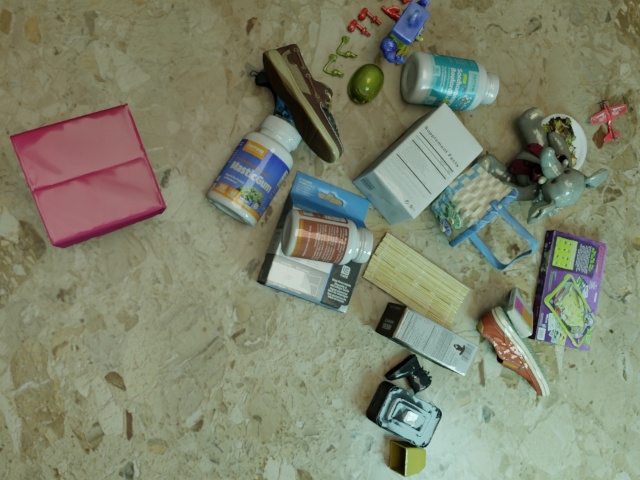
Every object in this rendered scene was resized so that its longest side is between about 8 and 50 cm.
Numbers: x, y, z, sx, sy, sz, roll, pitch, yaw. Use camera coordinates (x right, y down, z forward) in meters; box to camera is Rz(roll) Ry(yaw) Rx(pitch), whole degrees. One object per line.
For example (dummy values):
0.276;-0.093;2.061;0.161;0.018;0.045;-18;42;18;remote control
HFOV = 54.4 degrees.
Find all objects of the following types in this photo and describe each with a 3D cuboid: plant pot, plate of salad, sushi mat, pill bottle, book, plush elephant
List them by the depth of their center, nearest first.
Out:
0.017;-0.003;1.584;0.216;0.121;0.121;11;85;-16;pill bottle
-0.166;-0.187;1.631;0.152;0.152;0.272;33;80;-13;pill bottle
0.253;0.617;1.769;0.083;0.081;0.082;6;86;-26;plant pot
0.377;-0.456;1.801;0.264;0.146;0.146;3;87;-16;pill bottle
0.655;-0.189;1.808;0.272;0.255;0.330;-37;103;-4;plush elephant
0.281;0.121;1.815;0.316;0.019;0.151;34;80;-10;sushi mat
0.596;0.213;1.858;0.035;0.144;0.096;-30;98;30;book
0.762;-0.303;1.961;0.199;0.048;0.200;0;88;-16;plate of salad

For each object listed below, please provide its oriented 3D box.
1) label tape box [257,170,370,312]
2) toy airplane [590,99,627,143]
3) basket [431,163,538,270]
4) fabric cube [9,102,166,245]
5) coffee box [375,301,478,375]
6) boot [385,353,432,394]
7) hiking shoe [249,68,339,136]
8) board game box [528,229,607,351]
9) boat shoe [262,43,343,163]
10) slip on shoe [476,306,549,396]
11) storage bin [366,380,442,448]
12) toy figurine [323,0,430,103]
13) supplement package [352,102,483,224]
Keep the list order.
0.000;0.000;1.698;0.240;0.106;0.334;21;83;-15;label tape box
0.941;-0.386;2.026;0.151;0.028;0.151;0;89;-15;toy airplane
0.464;-0.051;1.767;0.289;0.255;0.201;45;73;8;basket
-0.535;-0.145;1.468;0.258;0.254;0.259;-21;94;-16;fabric cube
0.297;0.276;1.759;0.246;0.141;0.098;29;81;-12;coffee box
0.256;0.397;1.793;0.121;0.045;0.099;-32;96;-20;boot
-0.061;-0.354;1.700;0.132;0.113;0.304;-32;87;-7;hiking shoe
0.777;0.158;1.953;0.208;0.056;0.347;13;85;-11;board game box
-0.019;-0.358;1.586;0.123;0.123;0.342;-27;74;-16;boat shoe
0.582;0.343;1.868;0.101;0.123;0.331;-34;106;20;slip on shoe
0.236;0.492;1.764;0.180;0.084;0.122;30;80;-13;storage bin
0.190;-0.575;1.714;0.191;0.217;0.363;38;78;-12;toy figurine
0.269;-0.209;1.742;0.293;0.177;0.175;-44;97;-15;supplement package
